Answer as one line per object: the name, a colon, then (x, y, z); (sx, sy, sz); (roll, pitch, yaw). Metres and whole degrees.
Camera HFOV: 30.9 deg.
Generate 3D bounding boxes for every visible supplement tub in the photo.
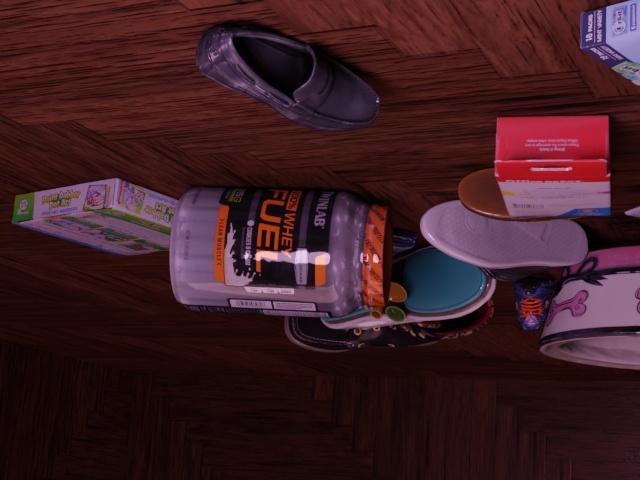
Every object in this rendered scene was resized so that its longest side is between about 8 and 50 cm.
supplement tub: (-0.054, 0.018, 1.740); (0.316, 0.194, 0.193); (1, 166, 9)

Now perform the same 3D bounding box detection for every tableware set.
tableware set: (0.095, 0.080, 1.975); (0.104, 0.024, 0.154); (9, 135, 23)

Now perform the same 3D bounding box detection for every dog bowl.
dog bowl: (0.559, 0.114, 1.868); (0.408, 0.150, 0.408); (4, 168, 1)

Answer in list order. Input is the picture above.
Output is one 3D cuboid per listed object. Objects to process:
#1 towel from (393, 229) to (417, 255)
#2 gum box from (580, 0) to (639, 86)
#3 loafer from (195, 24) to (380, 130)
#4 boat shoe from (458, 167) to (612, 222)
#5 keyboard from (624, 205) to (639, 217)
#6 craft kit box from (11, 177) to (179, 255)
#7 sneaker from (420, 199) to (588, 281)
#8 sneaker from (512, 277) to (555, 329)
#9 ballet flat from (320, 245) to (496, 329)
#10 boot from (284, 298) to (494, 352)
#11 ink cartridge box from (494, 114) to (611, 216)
towel: (0.000, 0.000, 1.992); (0.285, 0.034, 0.209); (9, 167, -18)
gum box: (0.362, -0.189, 1.073); (0.184, 0.041, 0.157); (-9, 161, 42)
loafer: (-0.023, -0.167, 1.207); (0.223, 0.076, 0.078); (18, 169, -32)
boat shoe: (0.292, -0.056, 1.579); (0.207, 0.073, 0.073); (2, 165, 9)
keyboard: (0.510, -0.057, 1.528); (0.072, 0.014, 0.256); (15, 163, -20)
craft kit box: (-0.334, -0.034, 1.914); (0.246, 0.061, 0.250); (-3, 165, 37)
sneaker: (0.257, 0.011, 1.797); (0.295, 0.105, 0.147); (6, 162, -28)
sneaker: (0.419, 0.125, 2.265); (0.083, 0.087, 0.221); (0, 166, 15)
ballet flat: (0.172, 0.094, 2.083); (0.400, 0.139, 0.139); (-13, 158, 40)
boot: (0.141, 0.153, 2.356); (0.377, 0.138, 0.284); (5, 168, -21)
ink cartridge box: (0.287, -0.094, 1.411); (0.134, 0.078, 0.231); (0, 166, 14)
